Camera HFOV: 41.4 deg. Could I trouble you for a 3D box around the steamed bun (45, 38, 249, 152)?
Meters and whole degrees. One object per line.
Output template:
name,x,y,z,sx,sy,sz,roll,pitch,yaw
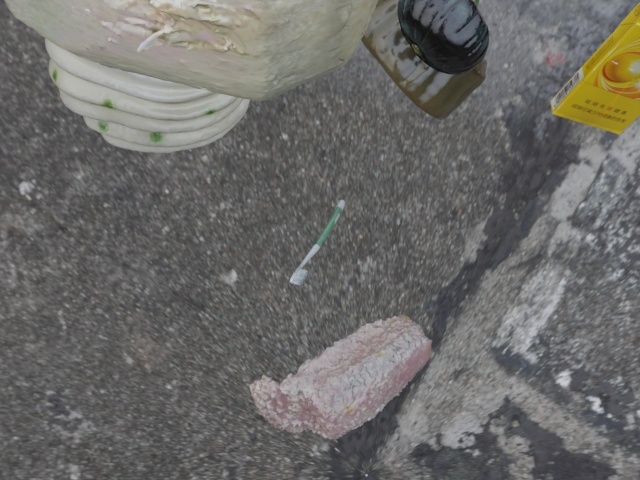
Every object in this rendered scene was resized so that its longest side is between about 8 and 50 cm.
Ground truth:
steamed bun,-0.151,-0.142,0.736,0.183,0.183,0.106,14,55,7

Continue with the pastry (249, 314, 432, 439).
pastry,0.045,0.190,1.157,0.265,0.102,0.112,-24,32,-16

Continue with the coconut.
coconut,-0.073,-0.182,0.426,0.234,0.224,0.224,9,75,-5

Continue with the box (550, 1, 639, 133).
box,0.538,-0.292,1.467,0.152,0.269,0.043,12,57,-15

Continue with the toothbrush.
toothbrush,0.000,0.000,1.593,0.024,0.018,0.257,15,42,14

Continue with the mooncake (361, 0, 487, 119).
mooncake,0.214,-0.405,1.763,0.161,0.290,0.290,-41,75,19

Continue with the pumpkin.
pumpkin,0.221,-0.386,1.526,0.150,0.194,0.194,-36,73,25
